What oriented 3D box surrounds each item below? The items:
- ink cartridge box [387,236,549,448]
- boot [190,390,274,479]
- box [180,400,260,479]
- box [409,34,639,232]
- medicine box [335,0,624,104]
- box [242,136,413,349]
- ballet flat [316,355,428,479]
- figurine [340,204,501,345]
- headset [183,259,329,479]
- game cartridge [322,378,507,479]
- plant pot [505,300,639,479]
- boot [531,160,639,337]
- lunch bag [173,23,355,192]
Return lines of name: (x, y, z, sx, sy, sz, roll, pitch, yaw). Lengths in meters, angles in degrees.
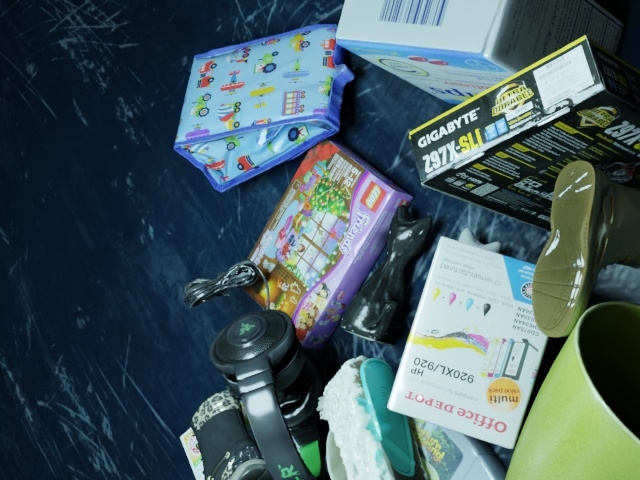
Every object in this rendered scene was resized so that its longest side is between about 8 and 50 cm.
ink cartridge box: (0.204, 0.137, 1.497, 0.171, 0.168, 0.232, 17, 86, 9)
boot: (-0.160, 0.364, 1.742, 0.236, 0.085, 0.178, -57, 38, 27)
box: (-0.125, 0.369, 1.828, 0.114, 0.103, 0.203, -44, 54, 24)
box: (0.307, -0.117, 1.417, 0.257, 0.322, 0.079, -29, 62, 34)
medicine box: (0.219, -0.282, 1.558, 0.264, 0.289, 0.149, 15, 87, 43)
box: (0.000, 0.000, 1.840, 0.201, 0.057, 0.293, 40, 106, 39)
ballet flat: (0.086, 0.354, 1.559, 0.147, 0.147, 0.408, -38, 48, 29)
figurine: (0.154, 0.068, 1.673, 0.215, 0.092, 0.209, 21, 90, 42)
headset: (-0.098, 0.200, 1.706, 0.185, 0.243, 0.394, -19, 55, 7)
game cartridge: (0.138, 0.328, 1.641, 0.294, 0.060, 0.196, 38, 101, 41)
plant pot: (0.344, 0.271, 1.359, 0.274, 0.275, 0.293, 58, 133, 34)
boot: (0.344, 0.024, 1.397, 0.077, 0.165, 0.213, 6, 83, 50)
lunch bag: (-0.077, -0.241, 1.902, 0.293, 0.138, 0.221, -18, 47, 28)
